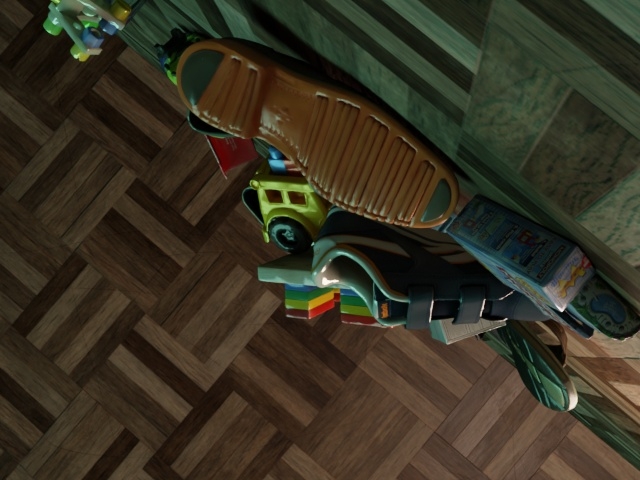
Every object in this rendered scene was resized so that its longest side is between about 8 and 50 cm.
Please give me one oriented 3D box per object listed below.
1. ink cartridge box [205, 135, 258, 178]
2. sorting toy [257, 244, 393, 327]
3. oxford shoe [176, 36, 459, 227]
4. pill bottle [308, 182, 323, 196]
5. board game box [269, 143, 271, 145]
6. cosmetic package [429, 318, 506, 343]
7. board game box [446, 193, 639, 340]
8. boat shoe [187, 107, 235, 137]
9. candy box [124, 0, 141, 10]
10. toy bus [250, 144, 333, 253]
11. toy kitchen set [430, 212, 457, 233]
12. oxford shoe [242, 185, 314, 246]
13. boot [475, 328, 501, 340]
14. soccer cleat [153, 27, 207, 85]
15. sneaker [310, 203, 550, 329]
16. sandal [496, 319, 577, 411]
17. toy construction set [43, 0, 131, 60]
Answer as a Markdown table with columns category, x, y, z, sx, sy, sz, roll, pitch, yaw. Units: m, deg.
| category | x | y | z | sx | sy | sz | roll | pitch | yaw |
| --- | --- | --- | --- | --- | --- | --- | --- | --- | --- |
| ink cartridge box | -0.185 | -0.224 | 2.121 | 0.231 | 0.078 | 0.134 | -112 | -2 | -64 |
| sorting toy | 0.070 | 0.071 | 1.811 | 0.257 | 0.090 | 0.255 | 4 | -168 | 27 |
| oxford shoe | 0.014 | -0.142 | 1.279 | 0.363 | 0.130 | 0.132 | 33 | -150 | 11 |
| pill bottle | 0.048 | -0.092 | 1.615 | 0.094 | 0.094 | 0.169 | 41 | 178 | -25 |
| board game box | -0.067 | -0.201 | 2.013 | 0.193 | 0.053 | 0.305 | 39 | 178 | 21 |
| cosmetic package | 0.230 | 0.122 | 1.781 | 0.239 | 0.098 | 0.061 | 93 | 160 | -87 |
| board game box | 0.251 | 0.042 | 1.189 | 0.194 | 0.060 | 0.194 | 41 | 179 | -15 |
| boat shoe | -0.131 | -0.215 | 1.749 | 0.109 | 0.091 | 0.305 | 55 | 163 | -17 |
| candy box | -0.423 | -0.493 | 1.971 | 0.233 | 0.071 | 0.159 | 40 | 178 | -11 |
| toy bus | -0.001 | -0.097 | 1.796 | 0.220 | 0.149 | 0.211 | 6 | 133 | 27 |
| toy kitchen set | 0.088 | -0.045 | 1.448 | 0.207 | 0.122 | 0.166 | 40 | 178 | -16 |
| oxford shoe | 0.000 | 0.000 | 2.051 | 0.146 | 0.141 | 0.397 | 1 | -158 | -44 |
| boot | 0.241 | 0.087 | 2.033 | 0.207 | 0.094 | 0.246 | 46 | 169 | -36 |
| soccer cleat | -0.223 | -0.308 | 1.957 | 0.121 | 0.093 | 0.289 | 49 | 180 | -24 |
| sneaker | 0.140 | 0.057 | 1.358 | 0.321 | 0.127 | 0.126 | 18 | 150 | 15 |
| sandal | 0.337 | 0.145 | 1.723 | 0.303 | 0.086 | 0.120 | -112 | 5 | -55 |
| toy construction set | -0.428 | -0.448 | 1.718 | 0.328 | 0.151 | 0.215 | 53 | -155 | -17 |
